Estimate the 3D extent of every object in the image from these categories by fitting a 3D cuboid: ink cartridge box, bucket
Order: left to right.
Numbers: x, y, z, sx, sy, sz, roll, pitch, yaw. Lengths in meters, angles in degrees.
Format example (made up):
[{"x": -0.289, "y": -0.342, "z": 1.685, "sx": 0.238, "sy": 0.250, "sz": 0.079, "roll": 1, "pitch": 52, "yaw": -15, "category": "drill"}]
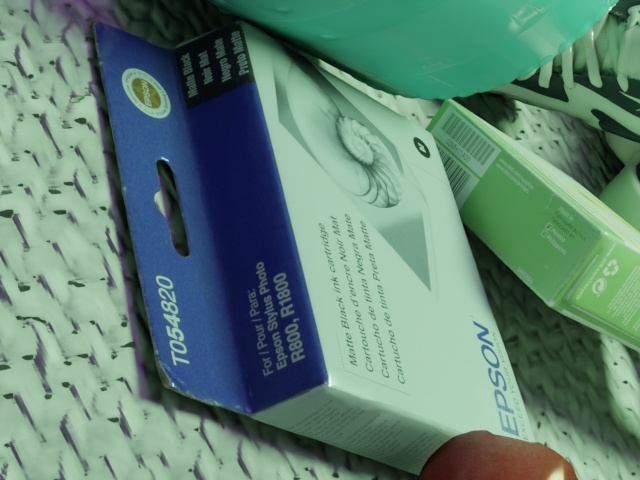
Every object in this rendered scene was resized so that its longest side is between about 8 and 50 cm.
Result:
[{"x": 0.000, "y": 0.000, "z": 0.823, "sx": 0.224, "sy": 0.045, "sz": 0.223, "roll": 23, "pitch": 40, "yaw": -43, "category": "ink cartridge box"}, {"x": 0.039, "y": -0.218, "z": 0.890, "sx": 0.183, "sy": 0.281, "sz": 0.281, "roll": 31, "pitch": 35, "yaw": -53, "category": "bucket"}, {"x": 0.175, "y": 0.019, "z": 0.992, "sx": 0.235, "sy": 0.056, "sz": 0.171, "roll": 26, "pitch": 13, "yaw": -37, "category": "ink cartridge box"}]

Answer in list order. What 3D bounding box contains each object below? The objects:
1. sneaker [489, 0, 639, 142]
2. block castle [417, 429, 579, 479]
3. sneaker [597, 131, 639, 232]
[{"x": 0.146, "y": -0.125, "z": 1.046, "sx": 0.153, "sy": 0.094, "sz": 0.235, "roll": 12, "pitch": 9, "yaw": -34, "category": "sneaker"}, {"x": 0.263, "y": 0.231, "z": 0.715, "sx": 0.453, "sy": 0.303, "sz": 0.213, "roll": 49, "pitch": 36, "yaw": -10, "category": "block castle"}, {"x": 0.289, "y": -0.063, "z": 1.182, "sx": 0.131, "sy": 0.148, "sz": 0.350, "roll": 50, "pitch": 19, "yaw": -9, "category": "sneaker"}]
